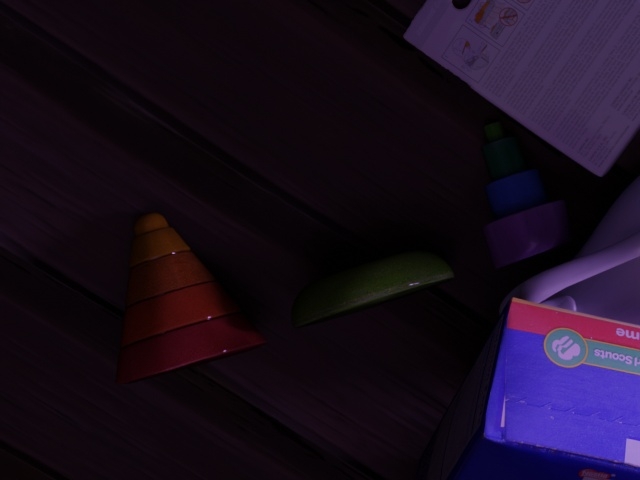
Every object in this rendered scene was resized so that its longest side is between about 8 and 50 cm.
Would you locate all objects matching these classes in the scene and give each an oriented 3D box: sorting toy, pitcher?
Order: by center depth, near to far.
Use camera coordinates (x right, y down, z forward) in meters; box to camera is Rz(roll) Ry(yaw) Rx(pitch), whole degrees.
[{"bbox_3d":[0.238,0.013,1.370,0.207,0.178,0.125,-36,69,23],"label":"pitcher"},{"bbox_3d":[0.000,0.000,1.435,0.365,0.127,0.126,-19,85,10],"label":"sorting toy"}]

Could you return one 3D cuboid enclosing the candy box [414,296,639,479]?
[{"bbox_3d":[0.219,0.183,1.405,0.268,0.122,0.317,14,151,-3],"label":"candy box"}]

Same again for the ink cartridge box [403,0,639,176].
[{"bbox_3d":[0.172,-0.153,1.369,0.179,0.045,0.145,37,116,6],"label":"ink cartridge box"}]
